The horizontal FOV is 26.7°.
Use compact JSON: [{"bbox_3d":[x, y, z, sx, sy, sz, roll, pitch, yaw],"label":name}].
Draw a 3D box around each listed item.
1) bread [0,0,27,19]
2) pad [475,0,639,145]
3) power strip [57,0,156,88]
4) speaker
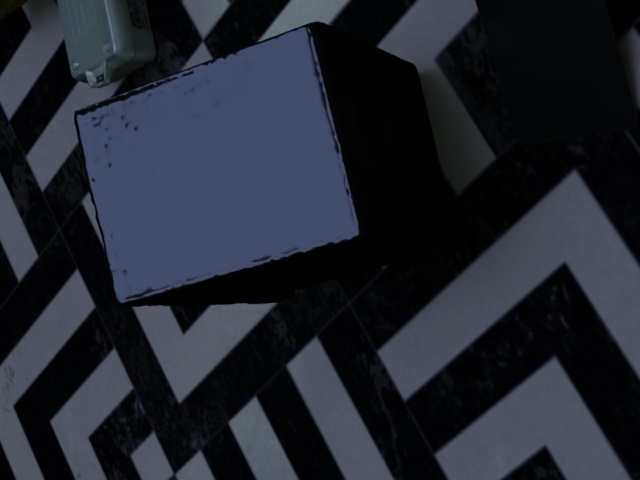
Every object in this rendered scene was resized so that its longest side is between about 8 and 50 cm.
[{"bbox_3d":[-0.421,-0.362,1.520,0.142,0.253,0.228,-20,82,40],"label":"bread"},{"bbox_3d":[0.179,-0.171,1.075,0.116,0.004,0.193,-5,111,42],"label":"pad"},{"bbox_3d":[-0.256,-0.331,1.496,0.098,0.058,0.338,-19,80,43],"label":"power strip"},{"bbox_3d":[-0.031,-0.055,1.133,0.232,0.254,0.184,-16,82,24],"label":"speaker"}]
